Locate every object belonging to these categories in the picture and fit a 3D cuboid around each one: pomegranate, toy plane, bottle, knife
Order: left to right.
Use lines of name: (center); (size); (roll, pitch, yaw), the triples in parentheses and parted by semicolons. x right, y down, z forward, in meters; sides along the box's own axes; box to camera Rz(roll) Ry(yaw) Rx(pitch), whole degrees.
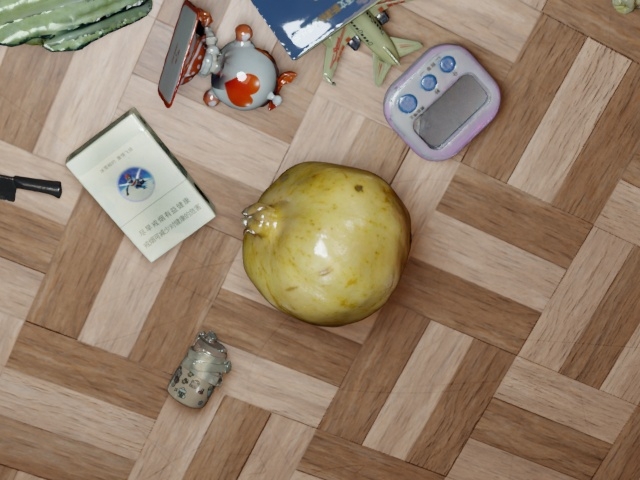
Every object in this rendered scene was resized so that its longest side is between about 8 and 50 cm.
knife: (-0.614, -0.105, 1.811); (0.231, 0.028, 0.060); (10, 120, -9)
bottle: (-0.244, 0.265, 1.953); (0.099, 0.099, 0.152); (28, 99, -16)
pomegranate: (0.000, 0.000, 1.768); (0.343, 0.342, 0.342); (-2, 109, -7)
toy plane: (0.072, -0.413, 1.755); (0.242, 0.104, 0.256); (-41, 109, 10)

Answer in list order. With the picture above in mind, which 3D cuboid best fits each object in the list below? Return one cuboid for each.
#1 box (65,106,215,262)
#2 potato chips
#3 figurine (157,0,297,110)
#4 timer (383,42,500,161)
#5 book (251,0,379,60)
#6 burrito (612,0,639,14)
box: (-0.344, -0.105, 1.822); (0.164, 0.069, 0.256); (-36, 111, 5)
potato chips: (-0.471, -0.493, 1.606); (0.430, 0.070, 0.358); (-22, 120, -17)
figurine: (-0.160, -0.314, 1.745); (0.226, 0.160, 0.183); (14, 107, -22)
timer: (0.235, -0.270, 1.845); (0.208, 0.069, 0.191); (-43, 109, 7)
book: (-0.047, -0.572, 1.652); (0.300, 0.039, 0.428); (-35, 92, 5)
burrito: (0.637, -0.589, 1.775); (0.175, 0.107, 0.347); (-12, 113, -20)
